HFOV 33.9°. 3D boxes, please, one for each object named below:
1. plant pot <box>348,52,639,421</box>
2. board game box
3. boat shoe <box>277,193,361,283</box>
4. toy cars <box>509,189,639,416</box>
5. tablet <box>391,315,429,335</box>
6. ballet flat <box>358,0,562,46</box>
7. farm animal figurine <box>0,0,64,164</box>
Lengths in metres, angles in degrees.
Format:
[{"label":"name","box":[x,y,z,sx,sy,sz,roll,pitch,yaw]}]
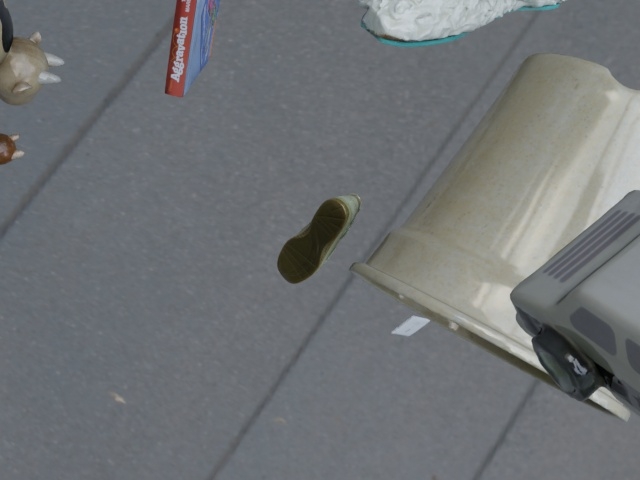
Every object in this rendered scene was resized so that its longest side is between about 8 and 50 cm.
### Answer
[{"label":"plant pot","box":[0.249,-0.019,1.138,0.333,0.334,0.305,31,87,-38]},{"label":"board game box","box":[-0.138,-0.326,1.250,0.145,0.027,0.281,-70,175,-59]},{"label":"boat shoe","box":[-0.001,-0.002,1.325,0.048,0.056,0.153,-26,157,-50]},{"label":"toy cars","box":[0.128,0.095,0.329,0.087,0.176,0.394,57,31,-33]},{"label":"tablet","box":[0.165,0.157,1.914,0.054,0.006,0.083,-38,156,17]},{"label":"ballet flat","box":[0.200,-0.356,1.364,0.409,0.147,0.147,-24,114,-43]},{"label":"farm animal figurine","box":[-0.367,-0.231,1.121,0.172,0.327,0.330,-2,75,-3]}]
